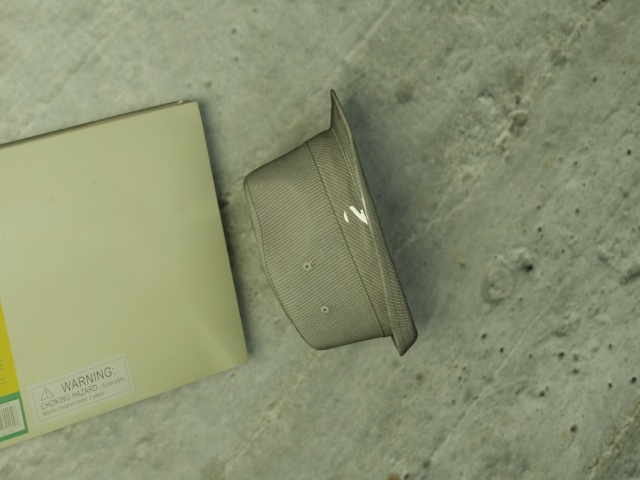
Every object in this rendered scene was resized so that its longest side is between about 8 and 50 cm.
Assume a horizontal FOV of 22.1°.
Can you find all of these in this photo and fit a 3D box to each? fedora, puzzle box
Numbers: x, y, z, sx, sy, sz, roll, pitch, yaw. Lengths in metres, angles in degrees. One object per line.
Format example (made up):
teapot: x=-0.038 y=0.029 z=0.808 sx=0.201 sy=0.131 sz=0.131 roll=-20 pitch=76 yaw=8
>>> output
fedora: x=0.000 y=0.000 z=1.629 sx=0.124 sy=0.244 sz=0.275 roll=-20 pitch=117 yaw=0
puzzle box: x=-0.274 y=0.042 z=1.528 sx=0.408 sy=0.052 sz=0.272 roll=-17 pitch=104 yaw=-30
